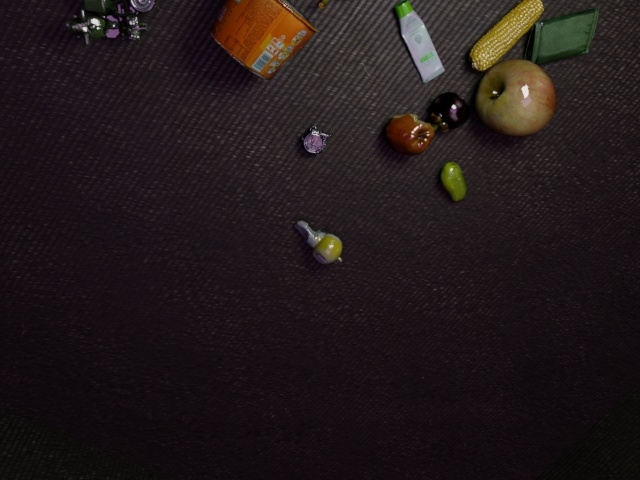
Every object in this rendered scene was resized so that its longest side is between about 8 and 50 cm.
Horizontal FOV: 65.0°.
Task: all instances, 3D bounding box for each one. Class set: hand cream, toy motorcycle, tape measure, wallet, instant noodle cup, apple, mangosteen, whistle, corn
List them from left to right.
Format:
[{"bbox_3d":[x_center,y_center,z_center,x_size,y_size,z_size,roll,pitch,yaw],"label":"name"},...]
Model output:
[{"bbox_3d":[-0.625,-0.689,1.479,0.276,0.127,0.205,-5,116,-11],"label":"toy motorcycle"},{"bbox_3d":[-0.180,-0.637,1.499,0.296,0.296,0.214,36,110,-20],"label":"instant noodle cup"},{"bbox_3d":[-0.023,-0.348,1.753,0.091,0.054,0.094,29,98,-17],"label":"tape measure"},{"bbox_3d":[0.000,0.000,1.879,0.223,0.123,0.123,43,100,-4],"label":"whistle"},{"bbox_3d":[0.308,-0.365,1.742,0.156,0.158,0.147,36,105,-25],"label":"apple"},{"bbox_3d":[0.328,-0.667,1.690,0.079,0.050,0.275,-19,122,29],"label":"hand cream"},{"bbox_3d":[0.439,-0.439,1.748,0.137,0.137,0.151,41,97,-21],"label":"mangosteen"},{"bbox_3d":[0.614,-0.688,1.692,0.310,0.101,0.101,-45,112,3],"label":"corn"},{"bbox_3d":[0.667,-0.479,1.705,0.234,0.257,0.256,5,111,-25],"label":"apple"},{"bbox_3d":[0.826,-0.697,1.725,0.236,0.055,0.160,-16,139,-7],"label":"wallet"}]

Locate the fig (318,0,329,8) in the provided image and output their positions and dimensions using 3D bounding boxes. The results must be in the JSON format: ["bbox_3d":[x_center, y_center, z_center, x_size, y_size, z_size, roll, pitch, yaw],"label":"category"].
[{"bbox_3d":[0.093,-0.810,1.551,0.142,0.147,0.186,12,149,-28],"label":"fig"}]

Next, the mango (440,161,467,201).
[{"bbox_3d":[0.496,-0.219,1.880,0.091,0.074,0.165,-27,125,-3],"label":"mango"}]
